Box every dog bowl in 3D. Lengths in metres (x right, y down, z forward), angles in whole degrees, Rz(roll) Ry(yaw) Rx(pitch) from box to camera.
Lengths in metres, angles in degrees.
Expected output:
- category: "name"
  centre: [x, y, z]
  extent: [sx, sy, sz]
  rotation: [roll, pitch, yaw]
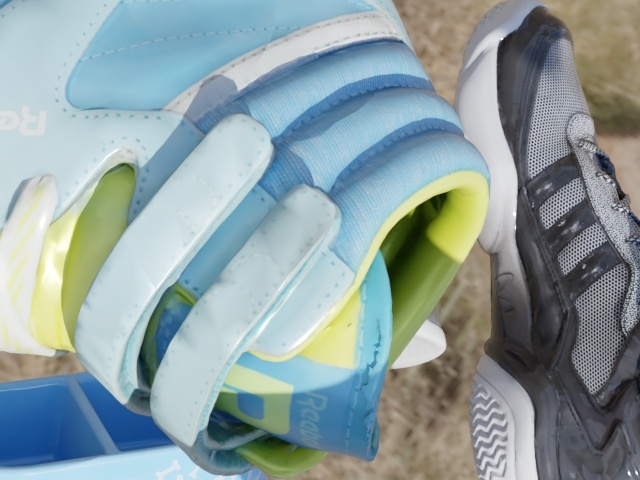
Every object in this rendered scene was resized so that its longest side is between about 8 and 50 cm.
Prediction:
- category: "dog bowl"
  centre: [-0.184, 0.169, 1.475]
  extent: [0.297, 0.166, 0.074]
  rotation: [-5, 117, -23]

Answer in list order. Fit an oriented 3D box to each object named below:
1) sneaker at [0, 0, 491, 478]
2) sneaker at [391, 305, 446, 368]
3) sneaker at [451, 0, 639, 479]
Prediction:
- category: "sneaker"
  centre: [-0.094, 0.003, 0.525]
  extent: [0.319, 0.208, 0.127]
  rotation: [-26, 153, -16]
- category: "sneaker"
  centre: [0.000, 0.000, 1.476]
  extent: [0.105, 0.146, 0.296]
  rotation: [-21, 153, 25]
- category: "sneaker"
  centre: [0.148, 0.006, 0.855]
  extent: [0.101, 0.153, 0.268]
  rotation: [25, 59, -59]
